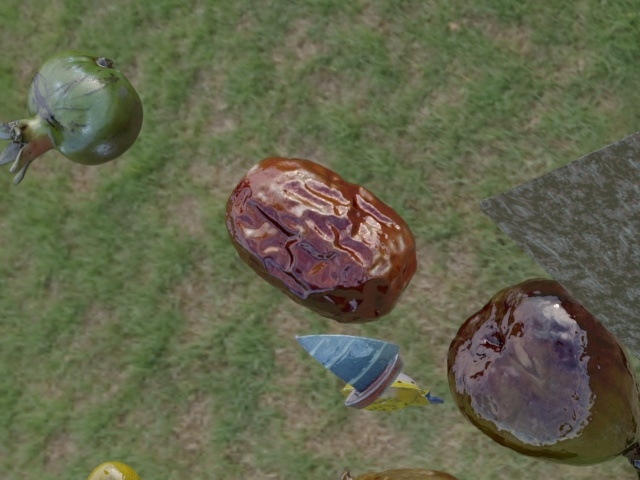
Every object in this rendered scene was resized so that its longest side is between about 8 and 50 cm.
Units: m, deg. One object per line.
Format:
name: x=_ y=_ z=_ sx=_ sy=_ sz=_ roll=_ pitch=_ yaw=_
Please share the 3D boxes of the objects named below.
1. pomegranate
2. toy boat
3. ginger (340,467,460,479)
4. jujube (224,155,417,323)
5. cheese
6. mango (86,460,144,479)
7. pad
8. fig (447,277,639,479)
pomegranate: x=-0.322 y=-0.154 z=1.336 sx=0.191 sy=0.131 sz=0.152 roll=-29 pitch=41 yaw=-20
toy boat: x=0.032 y=0.135 z=1.238 sx=0.096 sy=0.122 sz=0.034 roll=-46 pitch=24 yaw=9
ginger: x=0.126 y=0.385 z=1.160 sx=0.357 sy=0.152 sz=0.274 roll=41 pitch=122 yaw=12
jujube: x=0.000 y=0.000 z=1.346 sx=0.250 sy=0.174 sz=0.174 roll=34 pitch=104 yaw=2
cheese: x=0.130 y=0.274 z=1.912 sx=0.157 sy=0.250 sz=0.064 roll=-8 pitch=71 yaw=34
mango: x=-0.201 y=0.310 z=1.142 sx=0.103 sy=0.076 sz=0.161 roll=-24 pitch=94 yaw=14
pad: x=0.186 y=0.007 z=0.473 sx=0.003 sy=0.158 sz=0.235 roll=-53 pitch=11 yaw=-25
fig: x=0.249 y=0.164 z=1.039 sx=0.170 sy=0.274 sz=0.145 roll=-40 pitch=17 yaw=20
